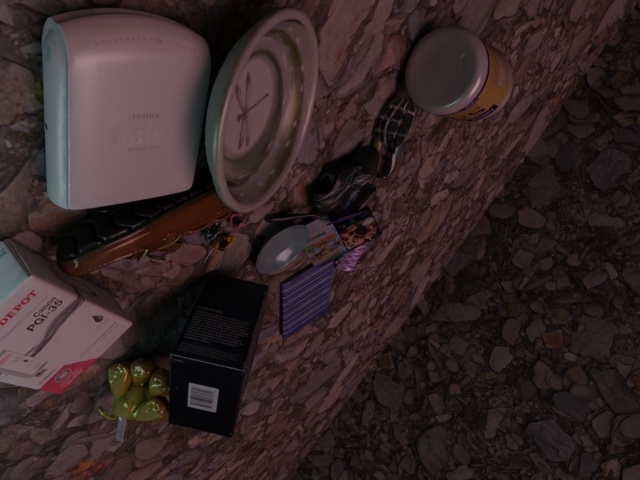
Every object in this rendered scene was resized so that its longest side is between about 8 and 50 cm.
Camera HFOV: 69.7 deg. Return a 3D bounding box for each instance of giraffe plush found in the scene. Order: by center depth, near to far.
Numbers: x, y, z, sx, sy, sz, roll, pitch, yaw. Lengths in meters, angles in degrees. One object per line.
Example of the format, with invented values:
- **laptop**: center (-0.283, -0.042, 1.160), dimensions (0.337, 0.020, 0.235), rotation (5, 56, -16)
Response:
- **giraffe plush**: center (-0.465, 0.406, 1.235), dimensions (0.210, 0.182, 0.170), rotation (-65, 172, 3)

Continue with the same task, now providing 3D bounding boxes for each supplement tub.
- **supplement tub**: center (0.432, -0.489, 1.395), dimensions (0.331, 0.241, 0.240), rotation (-9, 131, -51)

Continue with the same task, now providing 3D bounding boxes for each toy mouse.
- **toy mouse**: center (-0.244, -0.038, 1.150), dimensions (0.161, 0.031, 0.143), rotation (-35, 148, -28)

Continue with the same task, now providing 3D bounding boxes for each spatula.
- **spatula**: center (-0.022, -0.064, 1.349), dimensions (0.297, 0.030, 0.084), rotation (-1, 169, -26)

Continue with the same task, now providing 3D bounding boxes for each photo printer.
- **photo printer**: center (-0.315, -0.214, 0.760), dimensions (0.256, 0.107, 0.307), rotation (-18, 138, -46)

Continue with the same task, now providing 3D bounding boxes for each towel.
- **towel**: center (-0.055, 0.213, 1.731), dimensions (0.243, 0.040, 0.335), rotation (-31, 144, -31)

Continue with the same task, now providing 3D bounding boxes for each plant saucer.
- **plant saucer**: center (-0.129, -0.257, 0.915), dimensions (0.400, 0.101, 0.400), rotation (-60, 165, -28)
- **plant saucer**: center (-0.120, 0.016, 1.375), dimensions (0.195, 0.037, 0.195), rotation (-33, 154, -19)

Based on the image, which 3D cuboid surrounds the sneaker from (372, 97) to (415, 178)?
- **sneaker**: center (0.223, -0.329, 1.458), dimensions (0.110, 0.107, 0.275), rotation (-49, 164, -49)

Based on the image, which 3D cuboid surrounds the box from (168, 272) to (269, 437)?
- **box**: center (-0.268, 0.298, 1.219), dimensions (0.294, 0.183, 0.296), rotation (-78, -177, -54)

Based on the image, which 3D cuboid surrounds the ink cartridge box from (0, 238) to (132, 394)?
- **ink cartridge box**: center (-0.534, 0.155, 0.858), dimensions (0.207, 0.117, 0.283), rotation (-46, 152, -10)

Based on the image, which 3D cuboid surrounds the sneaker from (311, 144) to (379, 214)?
- **sneaker**: center (0.075, -0.192, 1.368), dimensions (0.267, 0.101, 0.106), rotation (-48, 149, -8)

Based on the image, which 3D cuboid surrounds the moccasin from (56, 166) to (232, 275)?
- **moccasin**: center (-0.335, -0.027, 0.939), dimensions (0.380, 0.139, 0.146), rotation (-38, 142, -42)

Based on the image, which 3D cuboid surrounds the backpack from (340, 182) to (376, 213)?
- **backpack**: center (0.105, -0.149, 1.477), dimensions (0.114, 0.084, 0.105), rotation (-56, 153, 15)

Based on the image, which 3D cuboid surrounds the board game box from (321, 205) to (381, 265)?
- **board game box**: center (0.077, -0.011, 1.549), dimensions (0.243, 0.042, 0.165), rotation (-28, 152, 6)

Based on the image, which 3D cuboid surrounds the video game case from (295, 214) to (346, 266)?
- **video game case**: center (0.000, 0.000, 1.460), dimensions (0.119, 0.015, 0.166), rotation (-27, 126, 3)

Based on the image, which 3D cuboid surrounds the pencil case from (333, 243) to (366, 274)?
- **pencil case**: center (0.117, 0.019, 1.701), dimensions (0.088, 0.086, 0.206), rotation (10, 116, -33)
